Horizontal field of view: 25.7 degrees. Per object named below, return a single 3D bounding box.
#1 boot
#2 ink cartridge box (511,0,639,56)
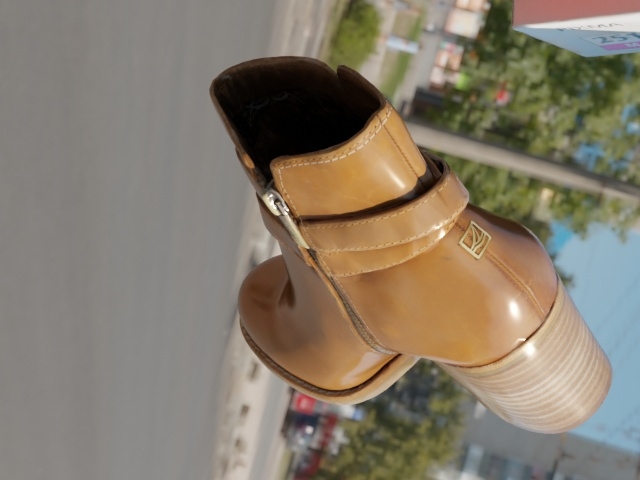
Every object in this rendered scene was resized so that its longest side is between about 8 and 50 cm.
[{"bbox_3d":[0.000,0.000,0.746,0.109,0.220,0.283,-52,-146,-14],"label":"boot"},{"bbox_3d":[0.261,-0.195,1.030,0.239,0.275,0.060,6,85,-52],"label":"ink cartridge box"}]
